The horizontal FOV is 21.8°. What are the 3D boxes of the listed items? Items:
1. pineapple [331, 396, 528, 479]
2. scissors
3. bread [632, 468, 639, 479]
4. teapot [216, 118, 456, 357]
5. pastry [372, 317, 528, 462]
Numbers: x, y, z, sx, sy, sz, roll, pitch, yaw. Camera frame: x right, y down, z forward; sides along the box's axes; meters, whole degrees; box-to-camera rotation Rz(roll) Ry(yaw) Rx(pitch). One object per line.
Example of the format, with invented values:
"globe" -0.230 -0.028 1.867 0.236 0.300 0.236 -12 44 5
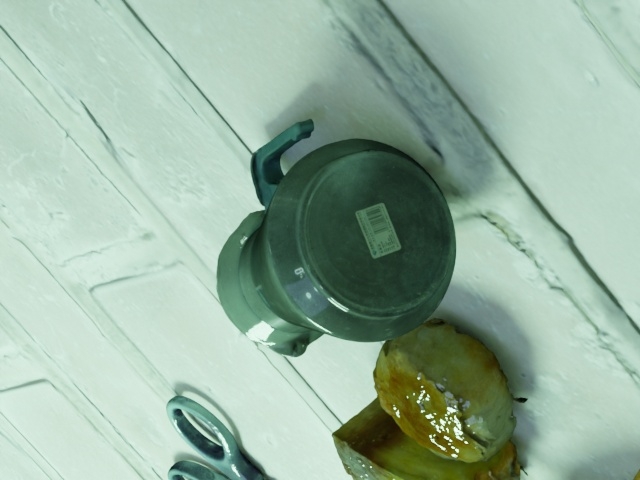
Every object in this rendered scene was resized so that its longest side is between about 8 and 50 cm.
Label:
"pineapple" 0.099 0.245 1.685 0.186 0.114 0.236 53 147 -1
"scissors" -0.035 0.345 2.047 0.383 0.029 0.256 31 149 14
"bread" 0.369 0.298 1.322 0.316 0.270 0.211 29 132 14
"teapot" 0.000 0.000 1.455 0.225 0.171 0.203 -27 78 64
"pastry" 0.115 0.143 1.567 0.153 0.081 0.153 30 152 18
